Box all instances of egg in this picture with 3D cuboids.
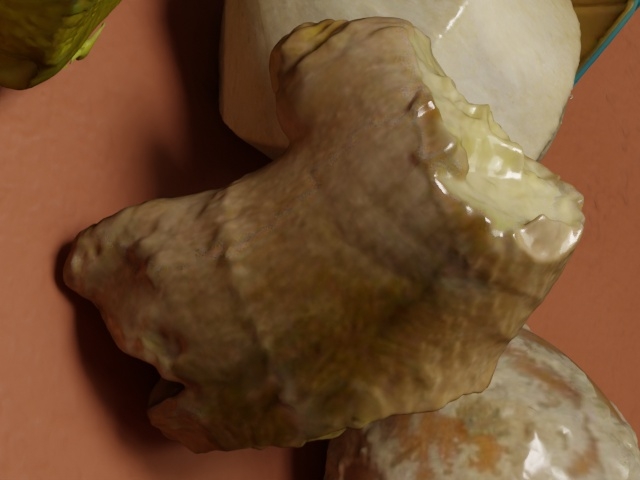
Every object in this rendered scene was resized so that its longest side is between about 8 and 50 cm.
[{"bbox_3d":[0.096,0.153,1.123,0.195,0.195,0.233,25,48,-46],"label":"egg"}]

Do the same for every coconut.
[{"bbox_3d":[0.035,-0.121,1.119,0.222,0.202,0.202,40,50,-42],"label":"coconut"}]

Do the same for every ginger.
[{"bbox_3d":[0.000,0.000,0.997,0.130,0.275,0.221,-58,139,-71],"label":"ginger"}]

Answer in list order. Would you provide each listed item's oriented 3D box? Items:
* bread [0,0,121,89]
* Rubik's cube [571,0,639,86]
[{"bbox_3d":[-0.091,-0.238,1.035,0.112,0.166,0.383,36,49,-6],"label":"bread"},{"bbox_3d":[0.133,-0.167,1.317,0.254,0.254,0.254,20,64,-48],"label":"Rubik's cube"}]
